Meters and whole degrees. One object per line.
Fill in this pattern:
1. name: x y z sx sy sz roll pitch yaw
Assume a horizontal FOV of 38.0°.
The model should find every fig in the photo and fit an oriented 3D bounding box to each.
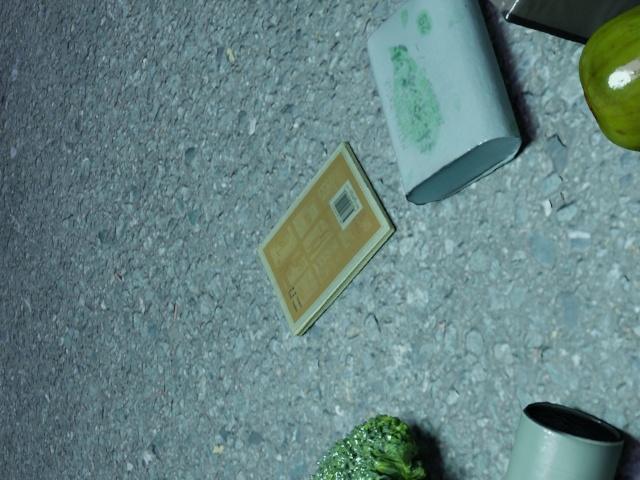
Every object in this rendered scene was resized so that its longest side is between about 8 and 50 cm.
1. fig: 0.344 -0.165 0.895 0.142 0.186 0.148 76 -171 -50

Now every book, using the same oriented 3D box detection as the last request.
1. book: 0.001 0.000 1.335 0.241 0.018 0.170 -50 50 33

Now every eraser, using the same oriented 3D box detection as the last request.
1. eraser: 0.145 -0.181 1.141 0.174 0.081 0.227 -33 63 43

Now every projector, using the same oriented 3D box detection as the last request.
1. projector: 0.221 0.344 0.973 0.108 0.108 0.337 22 102 48

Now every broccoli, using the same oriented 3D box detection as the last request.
1. broccoli: 0.067 0.335 1.103 0.226 0.176 0.198 47 138 31

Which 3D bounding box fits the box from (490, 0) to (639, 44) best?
1. box: 0.270 -0.350 0.937 0.252 0.188 0.153 -59 47 29
